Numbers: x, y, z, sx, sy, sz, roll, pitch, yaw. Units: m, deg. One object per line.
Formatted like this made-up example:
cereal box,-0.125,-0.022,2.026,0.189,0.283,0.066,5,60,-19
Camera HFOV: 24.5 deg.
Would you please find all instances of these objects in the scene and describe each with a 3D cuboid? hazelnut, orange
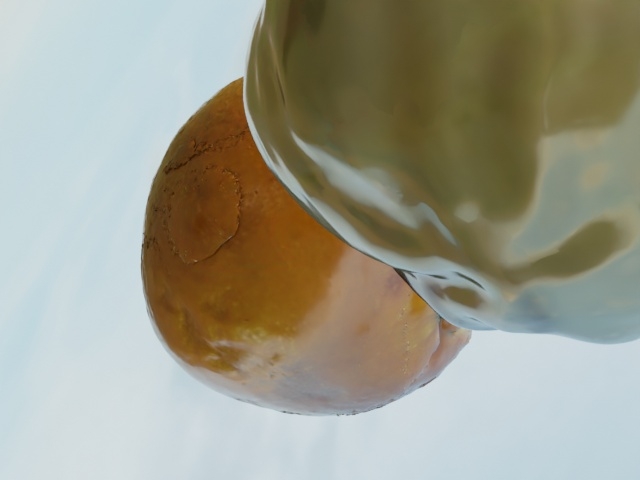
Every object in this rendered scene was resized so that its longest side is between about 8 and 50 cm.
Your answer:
hazelnut,0.095,-0.088,0.628,0.241,0.261,0.261,-55,-163,-27
orange,0.000,0.000,0.969,0.240,0.240,0.240,-47,-153,33
